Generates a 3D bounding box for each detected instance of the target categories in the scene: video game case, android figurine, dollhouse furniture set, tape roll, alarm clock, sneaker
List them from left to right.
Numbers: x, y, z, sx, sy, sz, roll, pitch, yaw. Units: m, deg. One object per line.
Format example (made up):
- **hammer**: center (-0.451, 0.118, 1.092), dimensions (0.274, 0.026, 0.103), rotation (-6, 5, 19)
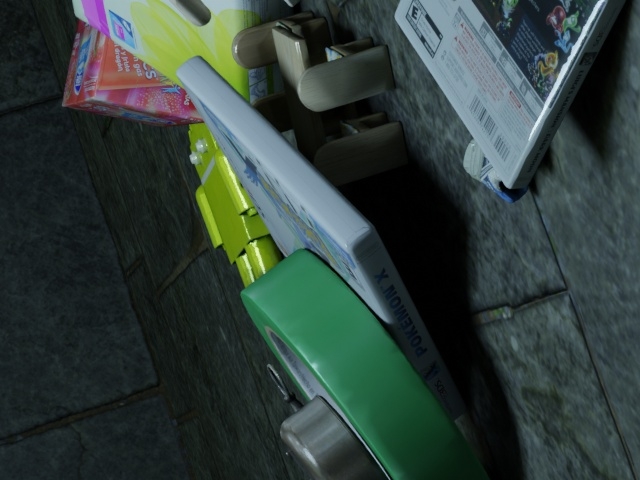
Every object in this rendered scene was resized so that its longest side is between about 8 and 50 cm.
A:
- **android figurine**: center (-0.120, -0.067, 2.191), dimensions (0.248, 0.056, 0.272), rotation (138, 111, -74)
- **dollhouse furniture set**: center (-0.048, -0.176, 1.577), dimensions (0.212, 0.161, 0.242), rotation (-140, 34, -63)
- **video game case**: center (0.000, 0.000, 1.611), dimensions (0.329, 0.036, 0.300), rotation (46, 170, 42)
- **alarm clock**: center (0.004, 0.196, 1.539), dimensions (0.192, 0.064, 0.129), rotation (56, 173, 3)
- **tape roll**: center (0.047, 0.157, 1.611), dimensions (0.321, 0.077, 0.321), rotation (51, 172, 10)
- **video game case**: center (0.126, -0.162, 1.144), dimensions (0.190, 0.022, 0.173), rotation (61, 144, 35)
- **sneaker**: center (0.145, -0.077, 1.241), dimensions (0.058, 0.052, 0.135), rotation (52, 165, 27)

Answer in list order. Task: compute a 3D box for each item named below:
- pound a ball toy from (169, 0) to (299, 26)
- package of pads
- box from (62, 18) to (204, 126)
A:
- **pound a ball toy**: center (-0.069, -0.267, 1.229), dimensions (0.135, 0.208, 0.319), rotation (51, -176, 9)
- **package of pads**: center (-0.155, -0.284, 1.787), dimensions (0.296, 0.101, 0.229), rotation (34, 148, 25)
- **box**: center (-0.228, -0.229, 2.113), dimensions (0.300, 0.154, 0.142), rotation (-171, 91, -73)
